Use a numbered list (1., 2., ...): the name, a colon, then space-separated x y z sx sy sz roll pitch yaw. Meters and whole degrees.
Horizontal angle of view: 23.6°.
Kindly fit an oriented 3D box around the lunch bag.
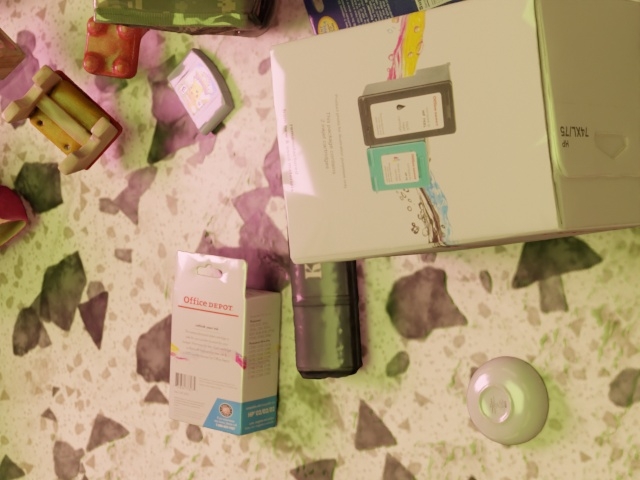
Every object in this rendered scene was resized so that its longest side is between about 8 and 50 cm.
1. lunch bag: -0.122 -0.316 1.479 0.169 0.287 0.235 2 97 2

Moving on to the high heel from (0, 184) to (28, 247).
1. high heel: -0.446 0.032 1.819 0.244 0.082 0.117 -48 52 -2

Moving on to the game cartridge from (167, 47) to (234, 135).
1. game cartridge: -0.127 -0.161 1.628 0.056 0.017 0.083 -43 68 28

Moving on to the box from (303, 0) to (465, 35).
1. box: 0.074 -0.270 1.438 0.225 0.036 0.136 -17 92 36

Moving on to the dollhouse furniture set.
1. dollhouse furniture set: -0.333 -0.272 1.699 0.374 0.152 0.201 43 98 0

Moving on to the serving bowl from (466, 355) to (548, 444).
1. serving bowl: 0.168 0.149 1.412 0.083 0.027 0.083 3 95 37

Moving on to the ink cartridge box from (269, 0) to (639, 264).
1. ink cartridge box: 0.128 -0.092 1.318 0.270 0.198 0.197 -7 88 37

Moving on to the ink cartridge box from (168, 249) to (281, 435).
1. ink cartridge box: -0.099 0.102 1.595 0.104 0.061 0.181 8 99 37

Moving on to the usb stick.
1. usb stick: 0.000 0.000 1.521 0.077 0.045 0.278 -3 91 39
